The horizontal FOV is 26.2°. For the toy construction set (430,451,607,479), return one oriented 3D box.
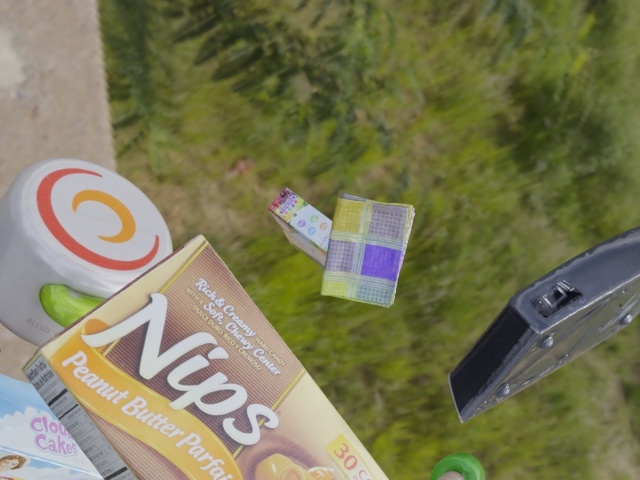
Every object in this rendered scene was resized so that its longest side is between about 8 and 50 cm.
[{"bbox_3d":[0.247,0.279,0.988,0.237,0.309,0.257,-5,96,-72],"label":"toy construction set"}]

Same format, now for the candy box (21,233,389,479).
[{"bbox_3d":[-0.087,0.176,1.195,0.183,0.087,0.316,-37,89,-30],"label":"candy box"}]

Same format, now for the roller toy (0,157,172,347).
[{"bbox_3d":[-0.271,0.019,1.497,0.191,0.146,0.209,47,35,10],"label":"roller toy"}]

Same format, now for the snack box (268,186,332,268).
[{"bbox_3d":[0.000,0.000,1.603,0.037,0.100,0.141,-52,161,-7],"label":"snack box"}]

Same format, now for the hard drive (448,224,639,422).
[{"bbox_3d":[0.235,0.067,1.278,0.255,0.172,0.054,-23,66,-37],"label":"hard drive"}]

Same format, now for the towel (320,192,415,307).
[{"bbox_3d":[0.035,0.007,1.043,0.060,0.009,0.083,12,104,-4],"label":"towel"}]

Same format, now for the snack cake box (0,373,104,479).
[{"bbox_3d":[-0.278,0.238,1.408,0.264,0.152,0.089,27,37,-44],"label":"snack cake box"}]
